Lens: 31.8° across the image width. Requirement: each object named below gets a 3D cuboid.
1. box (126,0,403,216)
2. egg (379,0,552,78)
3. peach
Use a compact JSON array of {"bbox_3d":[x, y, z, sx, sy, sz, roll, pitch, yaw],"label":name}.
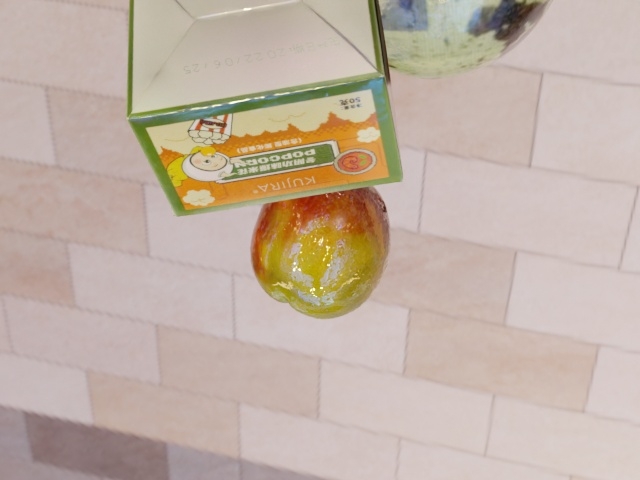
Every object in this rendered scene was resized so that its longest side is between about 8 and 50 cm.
[{"bbox_3d":[-0.043,-0.137,0.908,0.194,0.178,0.148,-9,148,5],"label":"box"},{"bbox_3d":[0.129,-0.349,1.199,0.287,0.288,0.379,11,131,10],"label":"egg"},{"bbox_3d":[0.000,0.000,1.675,0.231,0.231,0.231,9,128,12],"label":"peach"}]
